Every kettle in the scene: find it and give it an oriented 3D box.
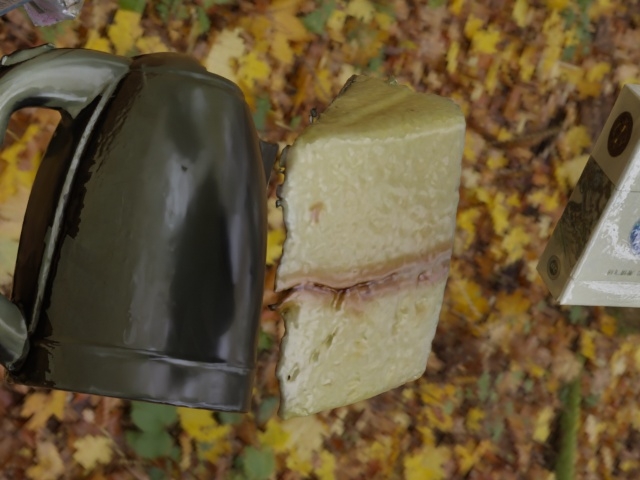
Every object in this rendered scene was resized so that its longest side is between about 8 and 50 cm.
[{"bbox_3d":[-0.190,-0.023,1.065,0.321,0.228,0.324,12,81,-29],"label":"kettle"}]

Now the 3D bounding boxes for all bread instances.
[{"bbox_3d":[0.000,0.000,0.903,0.178,0.135,0.240,-12,116,-40],"label":"bread"}]

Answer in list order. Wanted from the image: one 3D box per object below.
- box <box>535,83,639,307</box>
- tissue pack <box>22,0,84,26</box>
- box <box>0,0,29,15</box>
[{"bbox_3d":[0.367,-0.043,1.301,0.164,0.069,0.256,4,127,-22],"label":"box"},{"bbox_3d":[-0.388,-0.477,1.729,0.215,0.123,0.256,67,29,-56],"label":"tissue pack"},{"bbox_3d":[-0.407,-0.260,1.176,0.142,0.232,0.083,2,75,-59],"label":"box"}]
